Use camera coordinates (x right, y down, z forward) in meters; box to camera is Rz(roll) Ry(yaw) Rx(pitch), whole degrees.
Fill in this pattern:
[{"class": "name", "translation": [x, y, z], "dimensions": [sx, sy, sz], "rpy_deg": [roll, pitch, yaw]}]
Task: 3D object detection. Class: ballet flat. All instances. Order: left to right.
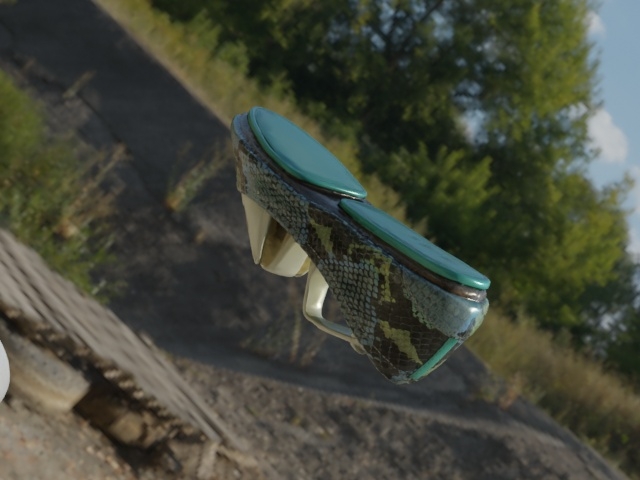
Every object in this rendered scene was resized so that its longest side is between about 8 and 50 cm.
[{"class": "ballet flat", "translation": [0.000, 0.000, 0.502], "dimensions": [0.070, 0.070, 0.188], "rpy_deg": [47, -2, -40]}]

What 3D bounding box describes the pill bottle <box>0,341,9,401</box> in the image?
[{"class": "pill bottle", "translation": [-0.342, 0.168, 0.682], "dimensions": [0.188, 0.188, 0.334], "rpy_deg": [46, 39, -13]}]
